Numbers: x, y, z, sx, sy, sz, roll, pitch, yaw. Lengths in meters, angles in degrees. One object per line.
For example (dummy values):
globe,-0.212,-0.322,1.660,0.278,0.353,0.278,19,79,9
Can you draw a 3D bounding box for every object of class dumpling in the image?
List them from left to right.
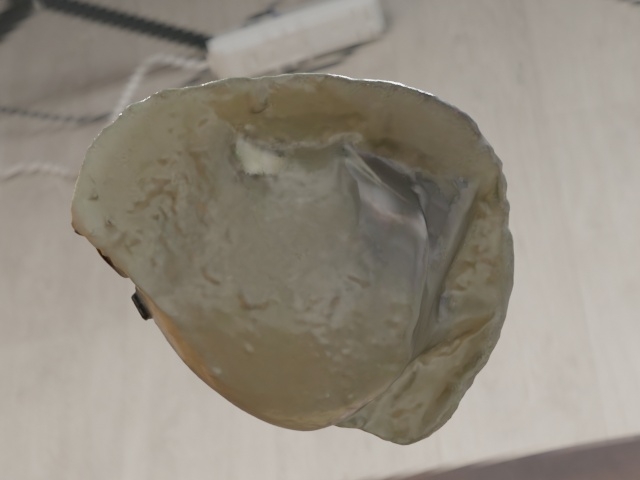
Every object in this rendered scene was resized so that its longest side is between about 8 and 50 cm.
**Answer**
dumpling,0.003,0.004,1.099,0.227,0.243,0.175,-46,59,15
